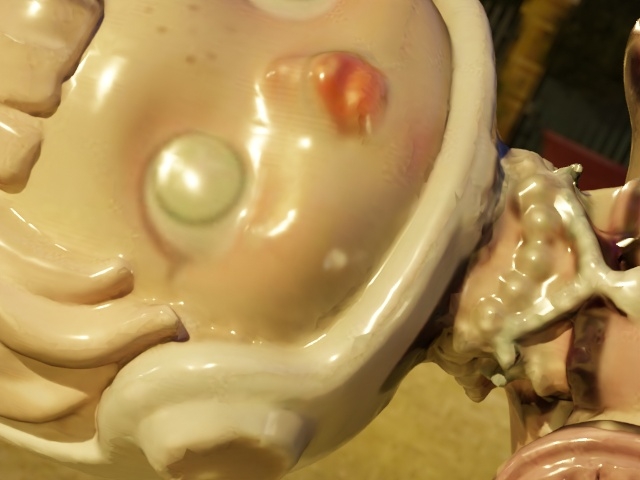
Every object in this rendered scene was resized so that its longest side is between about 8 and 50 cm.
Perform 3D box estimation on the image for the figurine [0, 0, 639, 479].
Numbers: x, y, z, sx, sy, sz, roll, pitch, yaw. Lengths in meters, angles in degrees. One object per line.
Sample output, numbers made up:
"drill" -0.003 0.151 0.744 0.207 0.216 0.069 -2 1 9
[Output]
"figurine" -0.003 0.006 0.715 0.361 0.211 0.253 21 44 1
